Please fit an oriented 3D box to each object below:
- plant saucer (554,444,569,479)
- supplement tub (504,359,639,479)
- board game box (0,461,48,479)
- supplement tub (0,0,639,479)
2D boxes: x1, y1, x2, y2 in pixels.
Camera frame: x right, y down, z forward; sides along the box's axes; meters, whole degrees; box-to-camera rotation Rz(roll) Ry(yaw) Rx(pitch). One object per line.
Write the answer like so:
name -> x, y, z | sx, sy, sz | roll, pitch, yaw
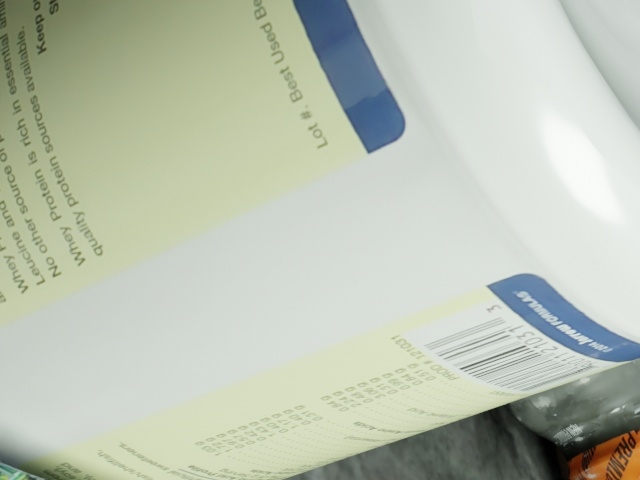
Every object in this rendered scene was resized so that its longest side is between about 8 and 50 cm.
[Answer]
plant saucer -> 0.259, 0.128, 0.924 | 0.310, 0.050, 0.310 | 14, 63, -29
supplement tub -> 0.162, -0.036, 0.775 | 0.207, 0.207, 0.338 | -3, 68, -47
board game box -> -0.208, 0.137, 0.359 | 0.303, 0.097, 0.224 | 27, 56, -24
supplement tub -> -0.031, -0.035, 0.497 | 0.235, 0.325, 0.235 | 33, 45, -41
